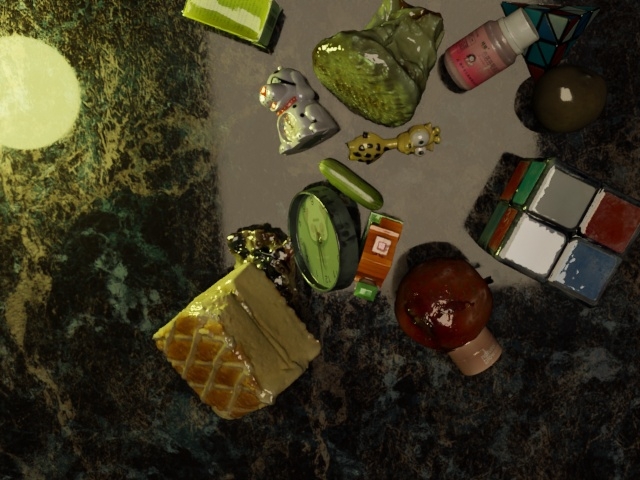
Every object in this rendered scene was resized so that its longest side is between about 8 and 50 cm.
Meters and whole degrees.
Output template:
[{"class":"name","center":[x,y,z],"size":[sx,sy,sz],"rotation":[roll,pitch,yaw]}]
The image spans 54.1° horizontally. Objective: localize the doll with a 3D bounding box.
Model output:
[{"class":"doll","center":[0.222,-0.291,1.900],"size":[0.290,0.086,0.117],"rotation":[-8,139,4]}]

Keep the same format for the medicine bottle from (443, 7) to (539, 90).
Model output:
[{"class":"medicine bottle","center":[0.481,-0.542,1.772],"size":[0.247,0.147,0.147],"rotation":[-29,97,32]}]

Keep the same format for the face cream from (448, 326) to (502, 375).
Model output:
[{"class":"face cream","center":[0.473,0.333,1.949],"size":[0.149,0.149,0.104],"rotation":[-37,96,9]}]

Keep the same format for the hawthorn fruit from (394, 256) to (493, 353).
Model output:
[{"class":"hawthorn fruit","center":[0.358,0.189,1.874],"size":[0.315,0.316,0.316],"rotation":[1,100,4]}]

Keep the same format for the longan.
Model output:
[{"class":"longan","center":[0.701,-0.402,1.782],"size":[0.220,0.196,0.197],"rotation":[-6,102,-37]}]

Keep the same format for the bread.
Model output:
[{"class":"bread","center":[-0.250,0.312,1.868],"size":[0.371,0.279,0.390],"rotation":[54,138,-4]}]

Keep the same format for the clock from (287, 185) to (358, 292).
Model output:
[{"class":"clock","center":[0.001,0.000,1.857],"size":[0.066,0.318,0.319],"rotation":[-15,100,-28]}]

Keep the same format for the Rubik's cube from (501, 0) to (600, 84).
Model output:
[{"class":"Rubik's cube","center":[0.648,-0.561,1.745],"size":[0.284,0.234,0.250],"rotation":[10,101,2]}]

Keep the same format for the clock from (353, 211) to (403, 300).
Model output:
[{"class":"clock","center":[0.170,0.049,1.871],"size":[0.106,0.255,0.220],"rotation":[18,101,1]}]

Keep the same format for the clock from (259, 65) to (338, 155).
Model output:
[{"class":"clock","center":[-0.079,-0.403,1.870],"size":[0.188,0.189,0.254],"rotation":[-26,91,8]}]

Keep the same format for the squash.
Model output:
[{"class":"squash","center":[0.094,-0.173,1.937],"size":[0.238,0.069,0.069],"rotation":[37,100,-2]}]

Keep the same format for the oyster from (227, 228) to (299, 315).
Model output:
[{"class":"oyster","center":[-0.188,0.139,1.985],"size":[0.221,0.096,0.361],"rotation":[3,108,24]}]

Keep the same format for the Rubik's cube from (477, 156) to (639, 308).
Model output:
[{"class":"Rubik's cube","center":[0.675,-0.036,1.789],"size":[0.316,0.318,0.314],"rotation":[26,99,-1]}]

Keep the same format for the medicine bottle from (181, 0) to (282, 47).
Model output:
[{"class":"medicine bottle","center":[-0.257,-0.678,1.844],"size":[0.250,0.137,0.141],"rotation":[21,101,2]}]

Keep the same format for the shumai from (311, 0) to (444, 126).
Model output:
[{"class":"shumai","center":[0.184,-0.522,1.740],"size":[0.324,0.397,0.323],"rotation":[37,83,-6]}]
